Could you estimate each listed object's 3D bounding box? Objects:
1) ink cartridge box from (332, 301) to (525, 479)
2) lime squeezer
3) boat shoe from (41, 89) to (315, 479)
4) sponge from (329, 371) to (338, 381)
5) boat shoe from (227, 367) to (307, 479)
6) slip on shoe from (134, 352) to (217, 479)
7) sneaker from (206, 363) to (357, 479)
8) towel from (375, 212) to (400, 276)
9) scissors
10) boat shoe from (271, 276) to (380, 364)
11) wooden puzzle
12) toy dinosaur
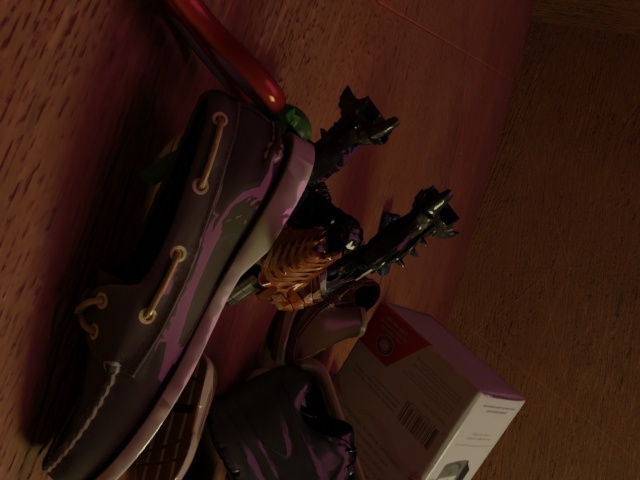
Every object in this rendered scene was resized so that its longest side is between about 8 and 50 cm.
[{"bbox_3d":[0.115,0.280,1.022,0.131,0.226,0.306,16,109,-43],"label":"ink cartridge box"},{"bbox_3d":[-0.066,-0.090,0.664,0.110,0.059,0.310,-45,167,11],"label":"lime squeezer"},{"bbox_3d":[-0.118,0.037,0.498,0.305,0.091,0.109,-59,-157,-5],"label":"boat shoe"},{"bbox_3d":[0.001,0.347,1.209,0.117,0.031,0.210,76,32,-56],"label":"sponge"},{"bbox_3d":[-0.065,0.300,0.856,0.091,0.114,0.302,-51,137,-52],"label":"boat shoe"},{"bbox_3d":[-0.130,0.172,0.647,0.041,0.052,0.135,62,37,-61],"label":"slip on shoe"},{"bbox_3d":[-0.007,0.258,0.725,0.130,0.109,0.286,-30,109,-12],"label":"sneaker"},{"bbox_3d":[0.126,0.007,1.332,0.067,0.029,0.119,-9,111,-71],"label":"towel"},{"bbox_3d":[-0.115,-0.183,0.439,0.021,0.109,0.297,-46,134,-2],"label":"scissors"},{"bbox_3d":[0.020,0.101,0.970,0.257,0.095,0.095,-43,143,-60],"label":"boat shoe"},{"bbox_3d":[0.013,0.276,0.875,0.221,0.044,0.238,113,-46,-69],"label":"wooden puzzle"},{"bbox_3d":[0.000,0.000,0.614,0.164,0.218,0.322,53,0,-26],"label":"toy dinosaur"}]
